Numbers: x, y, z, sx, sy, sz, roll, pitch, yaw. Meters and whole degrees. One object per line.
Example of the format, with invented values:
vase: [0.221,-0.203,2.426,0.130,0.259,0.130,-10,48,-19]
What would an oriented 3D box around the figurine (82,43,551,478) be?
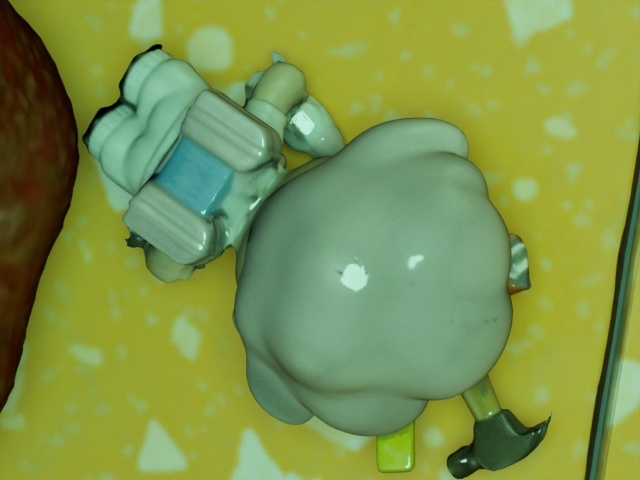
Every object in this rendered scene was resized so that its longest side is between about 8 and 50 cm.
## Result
figurine: [0.000,0.000,0.764,0.229,0.112,0.137,37,90,19]

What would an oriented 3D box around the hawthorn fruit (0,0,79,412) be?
hawthorn fruit: [-0.254,-0.033,0.778,0.300,0.275,0.275,28,101,18]
